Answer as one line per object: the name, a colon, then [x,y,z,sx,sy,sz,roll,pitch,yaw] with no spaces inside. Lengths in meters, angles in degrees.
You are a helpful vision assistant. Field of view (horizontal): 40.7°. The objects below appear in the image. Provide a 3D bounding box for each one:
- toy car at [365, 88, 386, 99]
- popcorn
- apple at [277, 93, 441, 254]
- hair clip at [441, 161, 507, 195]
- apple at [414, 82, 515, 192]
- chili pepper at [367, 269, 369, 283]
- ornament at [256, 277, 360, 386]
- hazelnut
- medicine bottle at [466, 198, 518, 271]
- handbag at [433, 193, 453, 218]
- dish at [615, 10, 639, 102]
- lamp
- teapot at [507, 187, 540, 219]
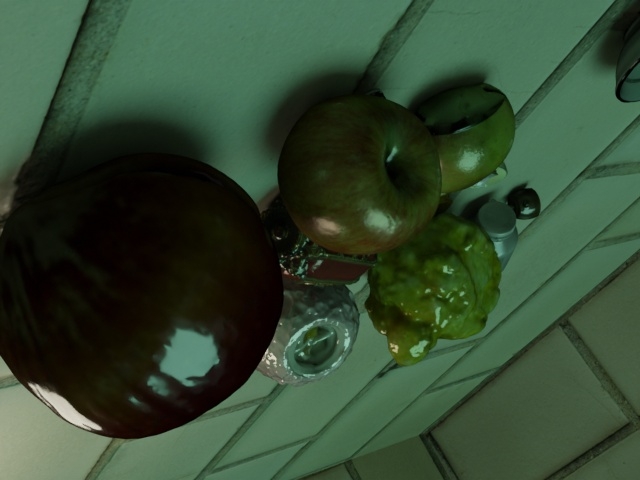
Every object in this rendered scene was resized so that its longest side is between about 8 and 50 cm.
toy car: [0.087,-0.218,1.459,0.041,0.025,0.093,-22,151,-14]
popcorn: [0.261,0.100,1.928,0.334,0.292,0.293,-14,159,-25]
apple: [0.054,-0.102,1.378,0.264,0.264,0.264,-25,155,-12]
hair clip: [0.295,-0.134,1.805,0.219,0.071,0.159,-5,152,-32]
apple: [0.255,-0.183,1.560,0.188,0.173,0.207,-18,169,-20]
chili pepper: [0.151,0.093,2.086,0.072,0.073,0.204,-24,158,21]
ornament: [-0.051,0.164,1.792,0.259,0.225,0.259,-14,123,-22]
hazelnut: [-0.261,0.091,1.247,0.429,0.402,0.402,-30,157,19]
medicine bottle: [0.408,-0.004,2.099,0.135,0.135,0.215,-24,155,-14]
handbag: [0.254,-0.070,1.931,0.061,0.027,0.083,-13,152,-33]
dish: [0.691,-0.406,1.683,0.316,0.106,0.316,-25,158,-11]
lamp: [0.000,0.000,1.622,0.177,0.177,0.274,-41,156,22]
teapot: [0.487,-0.086,2.114,0.068,0.076,0.121,-11,-179,-17]
